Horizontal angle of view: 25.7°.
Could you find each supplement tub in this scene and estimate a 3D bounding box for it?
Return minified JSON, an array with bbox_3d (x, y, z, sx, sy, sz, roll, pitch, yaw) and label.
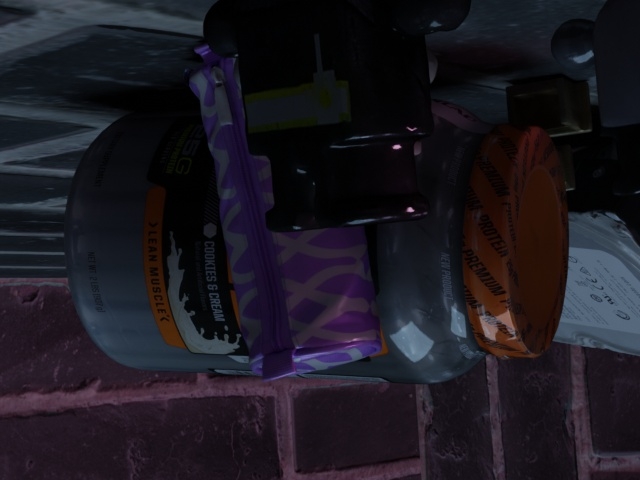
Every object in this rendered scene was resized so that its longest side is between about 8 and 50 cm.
[{"bbox_3d":[0.000,0.000,0.970,0.316,0.194,0.193,-1,177,24],"label":"supplement tub"}]

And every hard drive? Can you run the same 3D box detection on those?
[{"bbox_3d":[0.217,0.017,1.281,0.237,0.064,0.339,43,161,-30],"label":"hard drive"}]

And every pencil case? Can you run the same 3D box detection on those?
[{"bbox_3d":[-0.022,-0.021,0.827,0.086,0.206,0.088,-19,167,20],"label":"pencil case"}]

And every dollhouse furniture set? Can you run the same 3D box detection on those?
[{"bbox_3d":[0.225,-0.026,1.004,0.161,0.182,0.101,-6,175,25],"label":"dollhouse furniture set"}]

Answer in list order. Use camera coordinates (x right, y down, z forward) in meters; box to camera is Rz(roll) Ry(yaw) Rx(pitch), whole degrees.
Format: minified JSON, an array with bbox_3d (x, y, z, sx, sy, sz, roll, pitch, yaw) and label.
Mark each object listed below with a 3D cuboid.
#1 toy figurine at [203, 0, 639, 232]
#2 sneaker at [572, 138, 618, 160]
[{"bbox_3d":[0.069,-0.085,0.487,0.213,0.148,0.209,-6,-179,3],"label":"toy figurine"},{"bbox_3d":[0.284,-0.067,1.233,0.152,0.114,0.305,30,162,-31],"label":"sneaker"}]
